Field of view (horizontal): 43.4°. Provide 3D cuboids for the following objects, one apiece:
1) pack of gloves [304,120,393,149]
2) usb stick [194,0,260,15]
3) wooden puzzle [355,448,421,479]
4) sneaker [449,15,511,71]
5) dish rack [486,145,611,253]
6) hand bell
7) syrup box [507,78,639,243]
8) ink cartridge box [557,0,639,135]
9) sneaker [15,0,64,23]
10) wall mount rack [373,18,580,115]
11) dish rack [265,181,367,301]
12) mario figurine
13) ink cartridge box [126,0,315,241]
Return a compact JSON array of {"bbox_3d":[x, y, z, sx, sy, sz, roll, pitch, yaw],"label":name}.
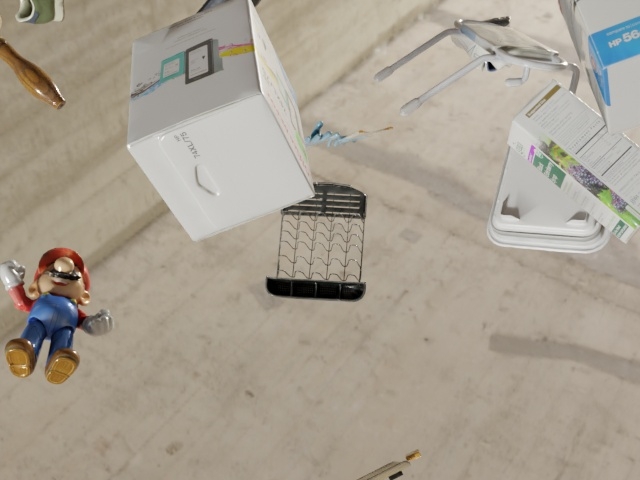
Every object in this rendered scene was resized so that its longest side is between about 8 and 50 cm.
[{"bbox_3d":[0.023,-0.240,1.798,0.195,0.046,0.232,-12,-178,-21],"label":"pack of gloves"},{"bbox_3d":[-0.135,-0.432,1.388,0.077,0.278,0.045,31,-157,-37],"label":"usb stick"},{"bbox_3d":[0.056,0.244,0.822,0.116,0.078,0.014,-24,-102,-8],"label":"wooden puzzle"},{"bbox_3d":[0.401,-0.489,2.026,0.111,0.129,0.297,-15,-165,-1],"label":"sneaker"},{"bbox_3d":[0.545,-0.138,1.878,0.285,0.072,0.333,5,-117,30],"label":"dish rack"},{"bbox_3d":[-0.479,-0.289,1.219,0.242,0.126,0.126,44,-129,-2],"label":"hand bell"},{"bbox_3d":[0.392,-0.116,1.175,0.096,0.093,0.237,-44,-107,-6],"label":"syrup box"},{"bbox_3d":[0.332,-0.247,0.912,0.085,0.148,0.203,-18,-117,16],"label":"ink cartridge box"},{"bbox_3d":[-0.494,-0.456,1.379,0.086,0.192,0.064,-22,-127,-30],"label":"sneaker"},{"bbox_3d":[0.271,-0.302,1.420,0.304,0.131,0.350,3,-155,-11],"label":"wall mount rack"},{"bbox_3d":[0.000,0.000,1.702,0.208,0.074,0.272,3,-106,5],"label":"dish rack"},{"bbox_3d":[-0.524,0.116,1.582,0.170,0.198,0.321,-31,-145,14],"label":"mario figurine"},{"bbox_3d":[-0.145,-0.180,1.169,0.197,0.198,0.270,-20,-136,9],"label":"ink cartridge box"}]
